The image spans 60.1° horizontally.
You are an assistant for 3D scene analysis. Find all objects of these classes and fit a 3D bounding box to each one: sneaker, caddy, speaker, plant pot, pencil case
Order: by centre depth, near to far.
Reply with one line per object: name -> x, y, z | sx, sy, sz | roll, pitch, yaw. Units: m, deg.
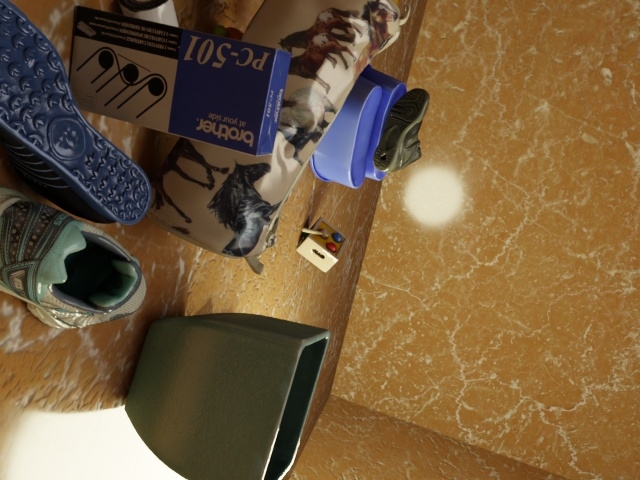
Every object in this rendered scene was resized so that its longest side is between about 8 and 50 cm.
sneaker -> -0.243, -0.096, 0.466 | 0.081, 0.090, 0.232 | -64, 144, -34
sneaker -> -0.234, 0.045, 0.560 | 0.283, 0.122, 0.110 | 66, 42, -72
speaker -> -0.181, -0.213, 0.624 | 0.136, 0.055, 0.055 | 89, 21, -54
pencil case -> -0.054, -0.169, 0.721 | 0.411, 0.183, 0.160 | -57, -166, 5
plant pot -> -0.152, 0.231, 0.879 | 0.248, 0.252, 0.247 | 27, 79, -78
sneaker -> 0.227, -0.283, 1.444 | 0.130, 0.087, 0.228 | -5, 121, -56
caddy -> 0.087, -0.305, 1.474 | 0.241, 0.179, 0.342 | -21, 131, -45

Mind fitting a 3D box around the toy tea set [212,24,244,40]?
toy tea set -> -0.105, -0.293, 0.827 | 0.199, 0.124, 0.336 | -23, 140, -36

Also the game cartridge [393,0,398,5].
game cartridge -> 0.182, -0.738, 1.640 | 0.324, 0.052, 0.286 | -51, 155, -56

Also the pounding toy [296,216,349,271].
pounding toy -> 0.000, 0.000, 1.612 | 0.100, 0.141, 0.130 | -46, -171, 40

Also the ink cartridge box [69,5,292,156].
ink cartridge box -> -0.138, -0.153, 0.530 | 0.046, 0.206, 0.097 | -37, 143, -70
